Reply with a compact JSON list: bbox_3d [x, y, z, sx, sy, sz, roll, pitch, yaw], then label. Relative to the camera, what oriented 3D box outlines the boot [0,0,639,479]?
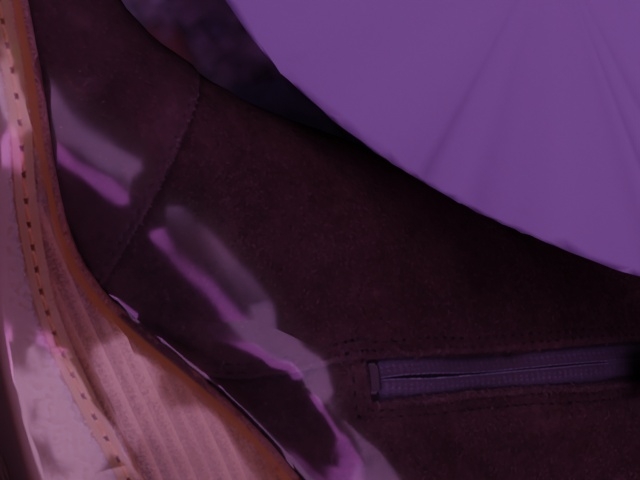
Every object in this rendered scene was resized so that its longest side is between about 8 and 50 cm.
[{"bbox_3d":[0.000,0.000,0.468,0.206,0.090,0.248,-12,83,-33],"label":"boot"}]

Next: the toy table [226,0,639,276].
[{"bbox_3d":[0.122,-0.094,0.422,0.274,0.252,0.161,21,32,13],"label":"toy table"}]
